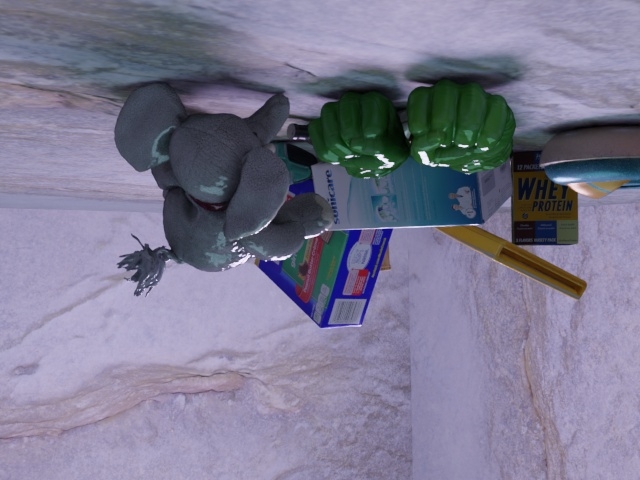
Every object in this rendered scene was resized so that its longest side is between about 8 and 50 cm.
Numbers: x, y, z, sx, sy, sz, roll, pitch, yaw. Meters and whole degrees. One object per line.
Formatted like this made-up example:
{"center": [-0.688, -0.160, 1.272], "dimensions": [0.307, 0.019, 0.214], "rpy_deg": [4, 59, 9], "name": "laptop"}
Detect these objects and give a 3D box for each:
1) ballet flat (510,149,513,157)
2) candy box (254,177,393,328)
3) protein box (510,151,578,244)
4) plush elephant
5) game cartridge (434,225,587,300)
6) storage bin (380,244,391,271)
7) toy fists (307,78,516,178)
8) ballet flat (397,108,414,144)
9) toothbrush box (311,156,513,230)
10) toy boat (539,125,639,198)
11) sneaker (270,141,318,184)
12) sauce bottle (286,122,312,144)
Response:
{"center": [0.335, -0.177, 1.441], "dimensions": [0.057, 0.049, 0.173], "rpy_deg": [-44, -171, -10], "name": "ballet flat"}
{"center": [0.000, 0.000, 1.566], "dimensions": [0.122, 0.268, 0.317], "rpy_deg": [4, -159, -33], "name": "candy box"}
{"center": [0.503, -0.090, 1.615], "dimensions": [0.136, 0.201, 0.200], "rpy_deg": [-1, 179, 14], "name": "protein box"}
{"center": [-0.128, -0.092, 0.962], "dimensions": [0.330, 0.272, 0.255], "rpy_deg": [-43, 169, -43], "name": "plush elephant"}
{"center": [0.385, 0.013, 1.579], "dimensions": [0.285, 0.052, 0.324], "rpy_deg": [23, -171, -32], "name": "game cartridge"}
{"center": [0.090, -0.049, 1.769], "dimensions": [0.123, 0.262, 0.260], "rpy_deg": [-2, 178, 16], "name": "storage bin"}
{"center": [0.118, -0.144, 0.958], "dimensions": [0.279, 0.096, 0.142], "rpy_deg": [0, 157, 27], "name": "toy fists"}
{"center": [0.153, -0.174, 1.078], "dimensions": [0.206, 0.073, 0.067], "rpy_deg": [-4, 152, -1], "name": "ballet flat"}
{"center": [0.166, -0.106, 1.259], "dimensions": [0.295, 0.126, 0.216], "rpy_deg": [-3, -165, 30], "name": "toothbrush box"}
{"center": [0.525, -0.128, 1.213], "dimensions": [0.267, 0.148, 0.318], "rpy_deg": [-1, 179, 1], "name": "toy boat"}
{"center": [-0.110, -0.159, 1.385], "dimensions": [0.224, 0.083, 0.098], "rpy_deg": [3, -160, 9], "name": "sneaker"}
{"center": [0.006, -0.172, 1.162], "dimensions": [0.128, 0.042, 0.042], "rpy_deg": [-2, 180, -36], "name": "sauce bottle"}
